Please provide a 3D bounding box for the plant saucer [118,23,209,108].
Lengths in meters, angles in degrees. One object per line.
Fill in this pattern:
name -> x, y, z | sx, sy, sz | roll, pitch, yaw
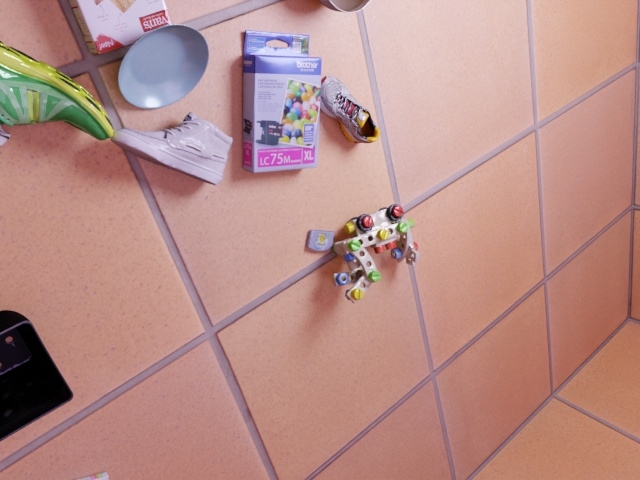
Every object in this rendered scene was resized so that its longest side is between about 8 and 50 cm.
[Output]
plant saucer -> -0.310, -0.345, 1.068 | 0.194, 0.037, 0.195 | -34, 159, -15

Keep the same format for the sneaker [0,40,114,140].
sneaker -> -0.509, -0.251, 0.959 | 0.295, 0.109, 0.124 | 27, 104, -37

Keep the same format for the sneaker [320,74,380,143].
sneaker -> 0.076, -0.328, 1.374 | 0.225, 0.092, 0.088 | 39, 81, -39

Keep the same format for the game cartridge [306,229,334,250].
game cartridge -> 0.000, 0.000, 1.480 | 0.083, 0.017, 0.056 | 2, 108, -38

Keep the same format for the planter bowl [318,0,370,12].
planter bowl -> 0.034, -0.599, 1.238 | 0.162, 0.109, 0.162 | -14, 114, -34

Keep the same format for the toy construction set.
toy construction set -> 0.166, 0.024, 1.527 | 0.327, 0.151, 0.215 | -20, 92, -40

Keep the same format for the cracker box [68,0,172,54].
cracker box -> -0.382, -0.474, 0.989 | 0.155, 0.067, 0.233 | -30, 122, -26

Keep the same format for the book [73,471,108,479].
book -> -0.560, 0.591, 1.246 | 0.144, 0.035, 0.097 | -3, 103, -36

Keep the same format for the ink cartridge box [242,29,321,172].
ink cartridge box -> -0.088, -0.320, 1.275 | 0.185, 0.065, 0.312 | -10, 110, -35

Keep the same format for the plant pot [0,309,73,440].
plant pot -> -0.599, 0.233, 1.001 | 0.187, 0.167, 0.188 | -30, 122, -27

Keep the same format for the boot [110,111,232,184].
boot -> -0.300, -0.212, 1.139 | 0.258, 0.095, 0.124 | 20, 86, -48

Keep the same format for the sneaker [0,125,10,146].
sneaker -> -0.580, -0.206, 0.958 | 0.037, 0.031, 0.083 | -51, 135, -30
